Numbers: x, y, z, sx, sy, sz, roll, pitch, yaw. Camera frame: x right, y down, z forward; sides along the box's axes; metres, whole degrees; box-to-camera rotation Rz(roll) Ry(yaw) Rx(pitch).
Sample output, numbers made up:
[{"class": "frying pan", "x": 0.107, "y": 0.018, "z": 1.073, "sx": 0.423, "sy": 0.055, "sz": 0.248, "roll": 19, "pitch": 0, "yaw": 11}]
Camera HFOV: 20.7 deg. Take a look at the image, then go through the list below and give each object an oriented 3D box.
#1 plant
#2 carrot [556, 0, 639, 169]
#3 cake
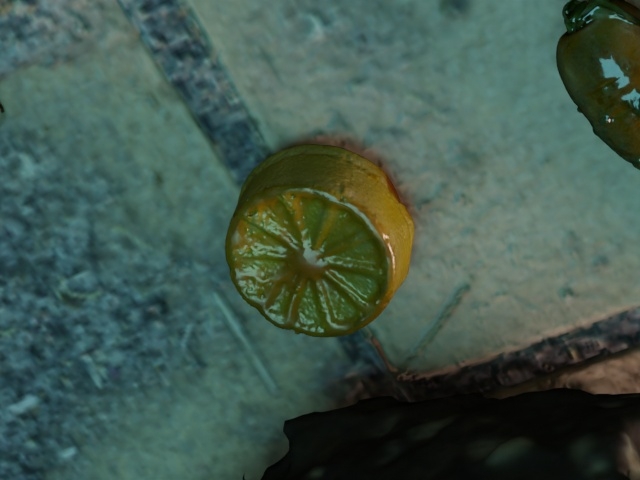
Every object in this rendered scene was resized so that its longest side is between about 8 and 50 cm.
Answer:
[{"class": "plant", "x": 0.023, "y": 0.187, "z": 0.764, "sx": 0.312, "sy": 0.215, "sz": 0.213, "roll": -8, "pitch": 119, "yaw": 21}, {"class": "carrot", "x": 0.183, "y": -0.005, "z": 0.722, "sx": 0.049, "sy": 0.049, "sz": 0.254, "roll": -37, "pitch": 109, "yaw": 28}, {"class": "cake", "x": 0.000, "y": 0.000, "z": 0.764, "sx": 0.084, "sy": 0.044, "sz": 0.084, "roll": 7, "pitch": 119, "yaw": 12}]
